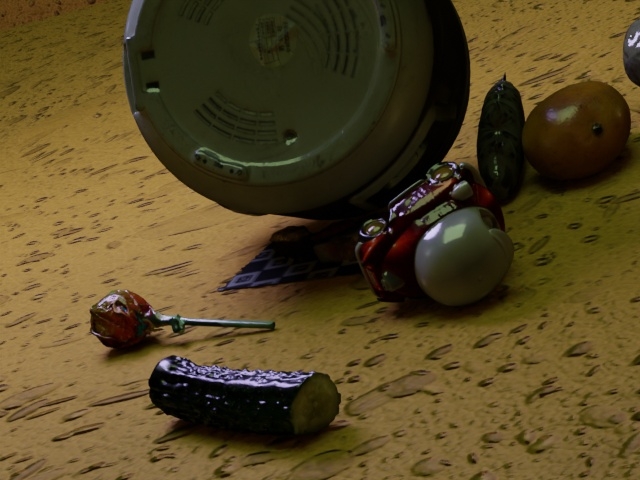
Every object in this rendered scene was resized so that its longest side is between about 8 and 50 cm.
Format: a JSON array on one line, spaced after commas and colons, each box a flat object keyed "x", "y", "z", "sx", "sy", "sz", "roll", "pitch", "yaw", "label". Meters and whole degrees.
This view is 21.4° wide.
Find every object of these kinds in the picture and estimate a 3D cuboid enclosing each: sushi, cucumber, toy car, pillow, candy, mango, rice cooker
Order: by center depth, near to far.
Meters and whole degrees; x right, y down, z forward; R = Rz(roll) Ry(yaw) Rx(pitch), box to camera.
[{"x": -0.068, "y": 0.127, "z": 1.378, "sx": 0.187, "sy": 0.058, "sz": 0.058, "roll": 1, "pitch": 25, "yaw": 46, "label": "cucumber"}, {"x": 0.111, "y": 0.012, "z": 1.499, "sx": 0.139, "sy": 0.112, "sz": 0.112, "roll": -31, "pitch": 35, "yaw": -8, "label": "toy car"}, {"x": -0.132, "y": 0.078, "z": 1.624, "sx": 0.201, "sy": 0.061, "sz": 0.060, "roll": 1, "pitch": 24, "yaw": 28, "label": "candy"}, {"x": 0.000, "y": 0.000, "z": 1.737, "sx": 0.201, "sy": 0.031, "sz": 0.139, "roll": -8, "pitch": 20, "yaw": 28, "label": "sushi"}, {"x": -0.014, "y": -0.171, "z": 1.737, "sx": 0.335, "sy": 0.335, "sz": 0.325, "roll": -14, "pitch": -4, "yaw": 13, "label": "rice cooker"}, {"x": 0.268, "y": -0.117, "z": 1.749, "sx": 0.115, "sy": 0.089, "sz": 0.165, "roll": -18, "pitch": 12, "yaw": 33, "label": "mango"}, {"x": 0.193, "y": -0.120, "z": 1.808, "sx": 0.051, "sy": 0.093, "sz": 0.241, "roll": 0, "pitch": 20, "yaw": 10, "label": "pillow"}]

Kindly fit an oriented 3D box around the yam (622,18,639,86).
[{"x": 0.485, "y": -0.232, "z": 1.808, "sx": 0.330, "sy": 0.133, "sz": 0.133, "roll": -13, "pitch": 18, "yaw": 17, "label": "yam"}]
